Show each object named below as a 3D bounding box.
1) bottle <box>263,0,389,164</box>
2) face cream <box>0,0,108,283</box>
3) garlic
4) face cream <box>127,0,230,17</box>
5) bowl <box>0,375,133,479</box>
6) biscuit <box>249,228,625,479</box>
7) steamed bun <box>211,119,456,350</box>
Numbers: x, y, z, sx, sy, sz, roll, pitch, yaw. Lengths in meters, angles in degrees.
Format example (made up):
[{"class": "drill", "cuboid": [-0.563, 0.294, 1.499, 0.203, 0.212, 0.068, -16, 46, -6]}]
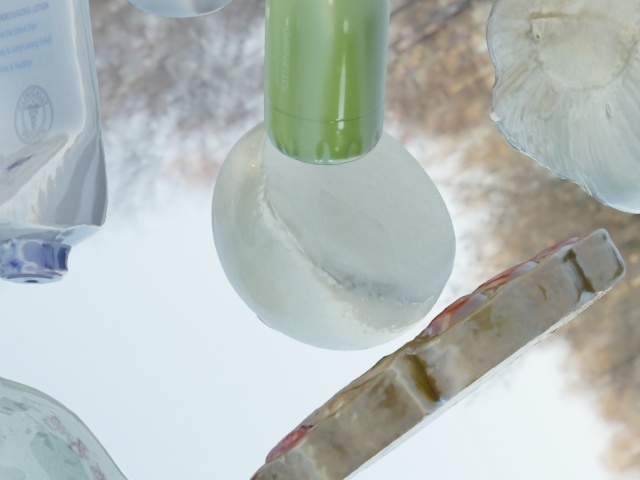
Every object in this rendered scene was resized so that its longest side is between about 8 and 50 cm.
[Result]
[{"class": "bottle", "cuboid": [0.006, -0.201, 1.535, 0.112, 0.112, 0.260, -102, 12, -58]}, {"class": "face cream", "cuboid": [-0.295, -0.166, 1.726, 0.137, 0.235, 0.420, -1, -95, -48]}, {"class": "garlic", "cuboid": [0.229, -0.112, 1.087, 0.212, 0.218, 0.218, 13, -138, -38]}, {"class": "face cream", "cuboid": [-0.184, -0.416, 2.270, 0.175, 0.175, 0.195, -108, 16, -47]}, {"class": "bowl", "cuboid": [-0.416, 0.240, 1.838, 0.435, 0.435, 0.196, -41, -63, -79]}, {"class": "biscuit", "cuboid": [0.093, 0.114, 1.436, 0.381, 0.359, 0.074, -25, -106, -42]}, {"class": "steamed bun", "cuboid": [0.000, 0.000, 1.892, 0.283, 0.177, 0.283, 25, -138, -25]}]
